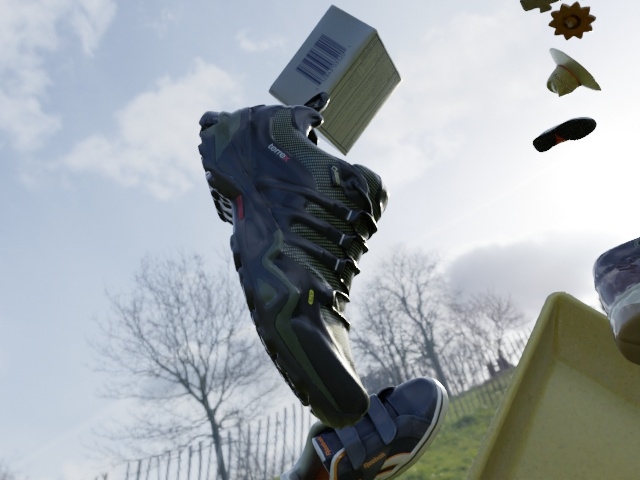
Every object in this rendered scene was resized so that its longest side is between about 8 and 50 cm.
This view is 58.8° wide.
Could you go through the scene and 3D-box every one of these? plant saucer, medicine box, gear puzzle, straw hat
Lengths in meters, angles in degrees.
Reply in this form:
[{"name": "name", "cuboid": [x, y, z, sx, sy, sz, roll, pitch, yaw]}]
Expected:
[{"name": "plant saucer", "cuboid": [0.321, 0.253, 0.562, 0.333, 0.333, 0.081, -46, -19, -40]}, {"name": "medicine box", "cuboid": [0.050, -0.397, 1.458, 0.263, 0.149, 0.289, -52, -22, 5]}, {"name": "gear puzzle", "cuboid": [0.430, -0.511, 1.036, 0.175, 0.044, 0.339, -2, -39, 45]}, {"name": "straw hat", "cuboid": [0.498, -0.327, 1.164, 0.144, 0.144, 0.061, 21, -66, -48]}]

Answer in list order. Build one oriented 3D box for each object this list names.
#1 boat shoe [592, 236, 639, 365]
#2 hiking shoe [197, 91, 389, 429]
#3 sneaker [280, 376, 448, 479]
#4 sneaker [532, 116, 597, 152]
[{"name": "boat shoe", "cuboid": [0.326, 0.000, 0.367, 0.285, 0.092, 0.103, -20, -48, 14]}, {"name": "hiking shoe", "cuboid": [0.000, 0.000, 0.364, 0.114, 0.226, 0.086, -19, -16, -7]}, {"name": "sneaker", "cuboid": [0.071, 0.339, 0.953, 0.321, 0.126, 0.127, -46, -62, -1]}, {"name": "sneaker", "cuboid": [0.602, -0.271, 1.391, 0.075, 0.057, 0.161, -42, 11, -36]}]
